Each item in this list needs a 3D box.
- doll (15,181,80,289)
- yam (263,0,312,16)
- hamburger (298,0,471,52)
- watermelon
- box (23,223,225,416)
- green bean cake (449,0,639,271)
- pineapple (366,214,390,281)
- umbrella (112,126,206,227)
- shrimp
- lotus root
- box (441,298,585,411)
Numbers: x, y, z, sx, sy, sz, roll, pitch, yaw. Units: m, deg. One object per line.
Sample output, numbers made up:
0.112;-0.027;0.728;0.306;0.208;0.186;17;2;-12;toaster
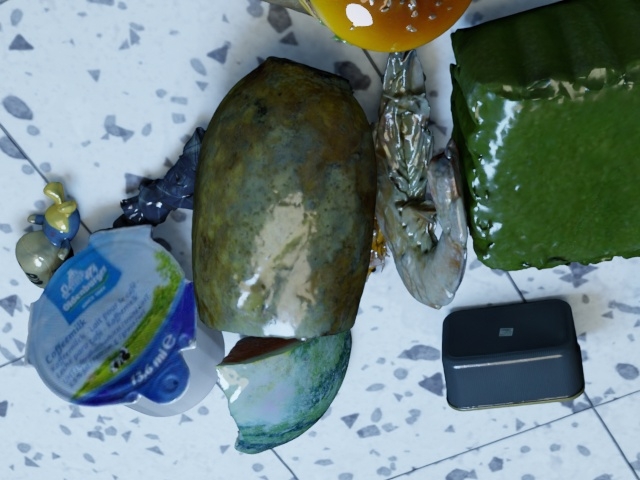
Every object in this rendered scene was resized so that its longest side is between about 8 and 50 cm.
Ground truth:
-0.390;0.002;1.886;0.089;0.102;0.179;-15;134;-33;doll
-0.090;-0.320;1.557;0.300;0.066;0.066;9;133;-37;yam
0.079;-0.331;1.498;0.246;0.170;0.246;-7;114;-15;hamburger
-0.065;0.212;1.955;0.176;0.260;0.256;29;108;1;watermelon
-0.235;0.148;1.861;0.262;0.291;0.206;-51;150;-4;box
0.329;-0.136;1.646;0.319;0.218;0.335;-6;132;0;green bean cake
0.000;0.000;1.851;0.225;0.076;0.224;3;125;5;pineapple
-0.205;-0.065;1.830;0.224;0.080;0.071;-37;151;31;umbrella
0.130;-0.076;1.692;0.085;0.247;0.360;-13;114;-17;shrimp
-0.044;-0.056;1.676;0.250;0.250;0.346;8;98;-1;lotus root
0.274;0.161;1.903;0.201;0.144;0.090;-7;122;12;box
